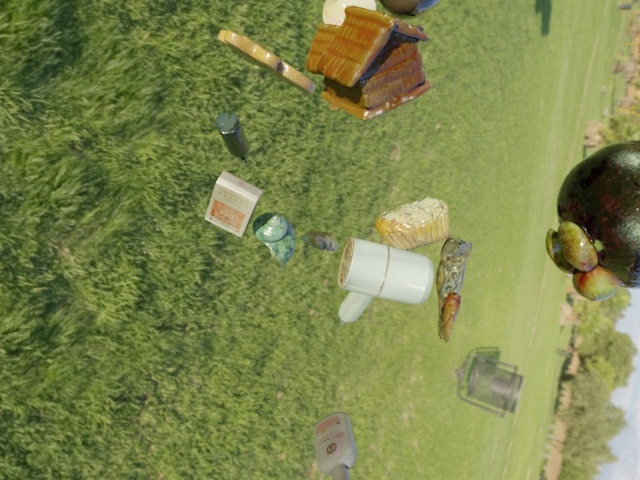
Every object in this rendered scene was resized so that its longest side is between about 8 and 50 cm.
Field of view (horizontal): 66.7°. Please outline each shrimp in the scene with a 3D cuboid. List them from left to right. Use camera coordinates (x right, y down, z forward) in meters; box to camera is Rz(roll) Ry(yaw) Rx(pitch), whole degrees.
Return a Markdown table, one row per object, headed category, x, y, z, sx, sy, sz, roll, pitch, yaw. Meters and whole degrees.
| category | x | y | z | sx | sy | sz | roll | pitch | yaw |
| --- | --- | --- | --- | --- | --- | --- | --- | --- | --- |
| shrimp | 0.262 | 0.107 | 0.984 | 0.253 | 0.058 | 0.173 | 83 | 18 | -51 |

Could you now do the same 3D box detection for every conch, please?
| category | x | y | z | sx | sy | sz | roll | pitch | yaw |
| --- | --- | --- | --- | --- | --- | --- | --- | --- | --- |
| conch | -0.155 | -0.017 | 1.687 | 0.188 | 0.122 | 0.175 | 53 | 22 | -48 |

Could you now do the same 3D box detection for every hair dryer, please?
| category | x | y | z | sx | sy | sz | roll | pitch | yaw |
| --- | --- | --- | --- | --- | --- | --- | --- | --- | --- |
| hair dryer | 0.100 | 0.123 | 1.072 | 0.357 | 0.173 | 0.107 | 116 | -13 | -58 |

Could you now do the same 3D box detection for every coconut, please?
| category | x | y | z | sx | sy | sz | roll | pitch | yaw |
| --- | --- | --- | --- | --- | --- | --- | --- | --- | --- |
| coconut | 0.096 | -0.703 | 1.494 | 0.153 | 0.147 | 0.147 | -38 | 136 | -29 |

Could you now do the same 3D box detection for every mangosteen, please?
| category | x | y | z | sx | sy | sz | roll | pitch | yaw |
| --- | --- | --- | --- | --- | --- | --- | --- | --- | --- |
| mangosteen | 0.549 | -0.034 | 0.865 | 0.288 | 0.288 | 0.287 | -33 | 131 | -50 |

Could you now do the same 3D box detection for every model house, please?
| category | x | y | z | sx | sy | sz | roll | pitch | yaw |
| --- | --- | --- | --- | --- | --- | --- | --- | --- | --- |
| model house | 0.097 | -0.396 | 1.035 | 0.220 | 0.199 | 0.229 | -34 | 144 | -11 |

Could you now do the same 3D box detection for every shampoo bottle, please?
| category | x | y | z | sx | sy | sz | roll | pitch | yaw |
| --- | --- | --- | --- | --- | --- | --- | --- | --- | --- |
| shampoo bottle | 0.029 | 0.392 | 0.900 | 0.040 | 0.080 | 0.165 | 60 | 5 | -21 |

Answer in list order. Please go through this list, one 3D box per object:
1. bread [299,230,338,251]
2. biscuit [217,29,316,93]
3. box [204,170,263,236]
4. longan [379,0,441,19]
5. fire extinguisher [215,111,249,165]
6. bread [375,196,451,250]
| category | x | y | z | sx | sy | sz | roll | pitch | yaw |
| --- | --- | --- | --- | --- | --- | --- | --- | --- | --- |
| bread | 0.000 | 0.000 | 2.189 | 0.232 | 0.128 | 0.087 | 14 | 96 | -64 |
| biscuit | -0.166 | -0.590 | 1.607 | 0.355 | 0.275 | 0.052 | 24 | 101 | -26 |
| box | -0.276 | -0.111 | 1.532 | 0.201 | 0.141 | 0.058 | -54 | -169 | 51 |
| longan | 0.193 | -0.578 | 1.002 | 0.196 | 0.197 | 0.220 | -39 | 154 | -46 |
| fire extinguisher | -0.354 | -0.415 | 2.030 | 0.311 | 0.096 | 0.114 | 84 | -17 | -78 |
| bread | 0.339 | -0.056 | 1.769 | 0.274 | 0.274 | 0.149 | -34 | 112 | -50 |
